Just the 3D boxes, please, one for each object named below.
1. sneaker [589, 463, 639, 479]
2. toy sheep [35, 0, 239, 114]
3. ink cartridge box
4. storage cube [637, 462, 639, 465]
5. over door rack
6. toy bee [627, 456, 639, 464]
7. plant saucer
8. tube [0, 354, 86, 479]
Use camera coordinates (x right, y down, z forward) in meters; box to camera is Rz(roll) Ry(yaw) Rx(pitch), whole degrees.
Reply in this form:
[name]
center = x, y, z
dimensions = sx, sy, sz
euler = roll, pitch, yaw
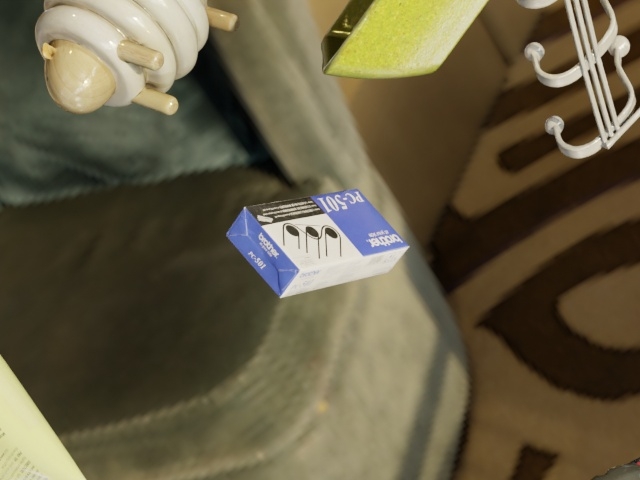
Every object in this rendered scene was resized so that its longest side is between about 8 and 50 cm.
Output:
[sneaker]
center = 0.195, 0.294, 1.472
dimensions = 0.267, 0.101, 0.106
euler = -38, 51, -7
[toy sheep]
center = -0.095, -0.114, 0.911
dimensions = 0.091, 0.091, 0.132
euler = 0, 45, 45
[ink cartridge box]
center = 0.000, 0.000, 1.957
dimensions = 0.207, 0.097, 0.046
euler = -12, -36, -54
[storage cube]
center = 0.361, 0.399, 2.111
dimensions = 0.215, 0.183, 0.193
euler = -28, 65, -14
[over door rack]
center = 0.316, -0.250, 1.638
dimensions = 0.324, 0.239, 0.108
euler = -35, 52, -7
[toy bee]
center = 0.274, 0.362, 1.750
dimensions = 0.298, 0.162, 0.195
euler = -35, 6, 6
[plant saucer]
center = 0.073, -0.153, 0.870
dimensions = 0.188, 0.045, 0.188
euler = -54, 6, 9
[tube]
center = -0.231, 0.090, 1.155
dimensions = 0.062, 0.240, 0.070
euler = -38, -14, -3
